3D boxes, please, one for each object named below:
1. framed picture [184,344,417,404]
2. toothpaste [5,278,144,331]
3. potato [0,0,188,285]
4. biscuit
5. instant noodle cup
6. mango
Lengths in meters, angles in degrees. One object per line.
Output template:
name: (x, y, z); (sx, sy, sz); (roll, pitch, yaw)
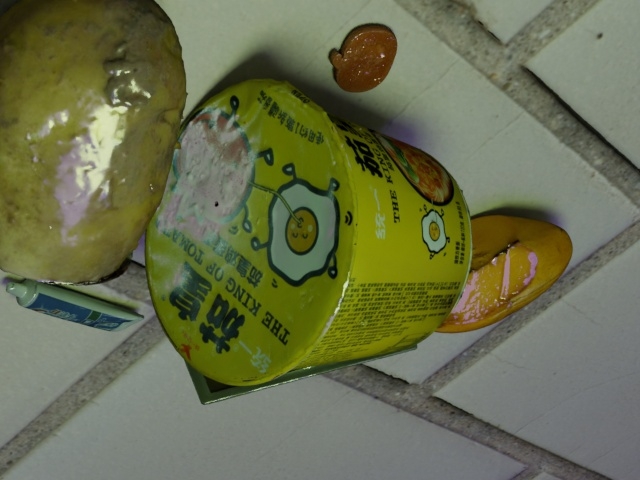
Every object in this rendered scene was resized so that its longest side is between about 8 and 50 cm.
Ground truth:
framed picture: (-0.044, 0.102, 1.603); (0.273, 0.216, 0.016); (-13, 129, -13)
toothpaste: (-0.304, 0.081, 1.586); (0.057, 0.034, 0.197); (-27, 147, 31)
potato: (-0.235, -0.125, 1.245); (0.229, 0.229, 0.266); (0, 131, -29)
biscuit: (0.046, -0.203, 1.446); (0.078, 0.015, 0.091); (0, 136, -26)
instant noodle cup: (0.000, 0.000, 1.444); (0.254, 0.325, 0.325); (6, 134, -46)
mango: (0.231, 0.040, 1.753); (0.252, 0.126, 0.153); (-19, 132, -17)
